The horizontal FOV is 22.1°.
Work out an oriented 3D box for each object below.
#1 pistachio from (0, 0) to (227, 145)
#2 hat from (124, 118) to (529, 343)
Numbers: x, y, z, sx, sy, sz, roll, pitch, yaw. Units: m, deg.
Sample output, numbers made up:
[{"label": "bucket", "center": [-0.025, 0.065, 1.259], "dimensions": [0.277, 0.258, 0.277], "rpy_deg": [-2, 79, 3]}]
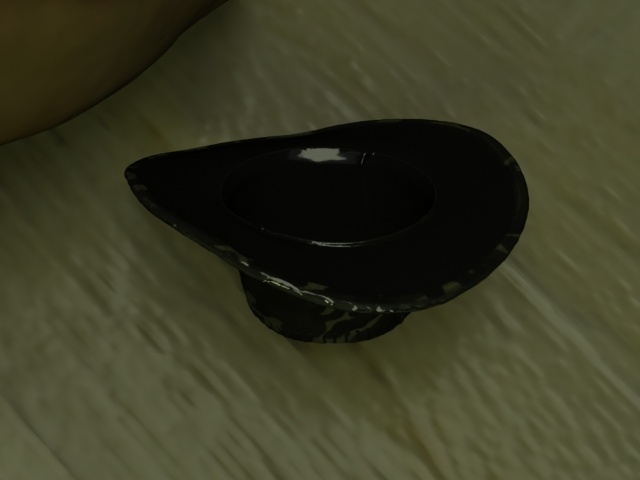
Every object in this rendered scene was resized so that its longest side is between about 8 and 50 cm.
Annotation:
[{"label": "pistachio", "center": [-0.160, -0.096, 0.457], "dimensions": [0.293, 0.162, 0.181], "rpy_deg": [-14, 37, -16]}, {"label": "hat", "center": [0.000, 0.000, 0.488], "dimensions": [0.121, 0.050, 0.121], "rpy_deg": [1, 27, -1]}]
